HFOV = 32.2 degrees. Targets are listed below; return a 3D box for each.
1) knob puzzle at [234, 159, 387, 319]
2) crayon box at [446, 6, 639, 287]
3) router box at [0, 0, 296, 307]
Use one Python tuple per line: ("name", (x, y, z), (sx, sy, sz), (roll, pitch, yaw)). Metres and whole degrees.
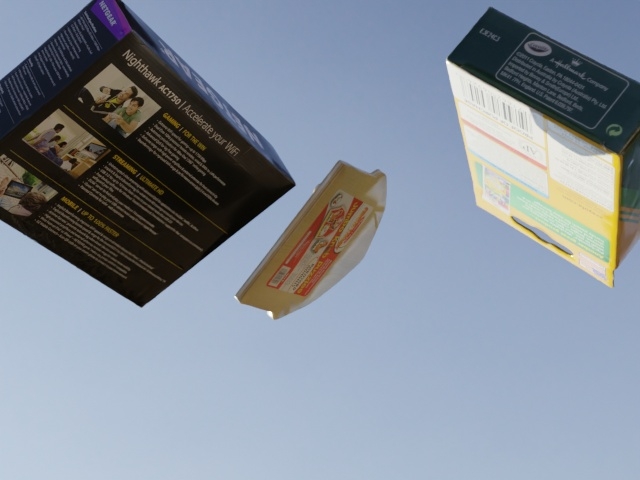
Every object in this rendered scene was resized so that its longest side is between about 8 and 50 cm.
("knob puzzle", (0.000, 0.000, 1.155), (0.213, 0.030, 0.213), (-40, -25, -23))
("crayon box", (0.255, -0.090, 1.192), (0.083, 0.203, 0.323), (-50, -25, -12))
("router box", (-0.115, -0.045, 0.656), (0.133, 0.046, 0.179), (-38, -38, 8))
